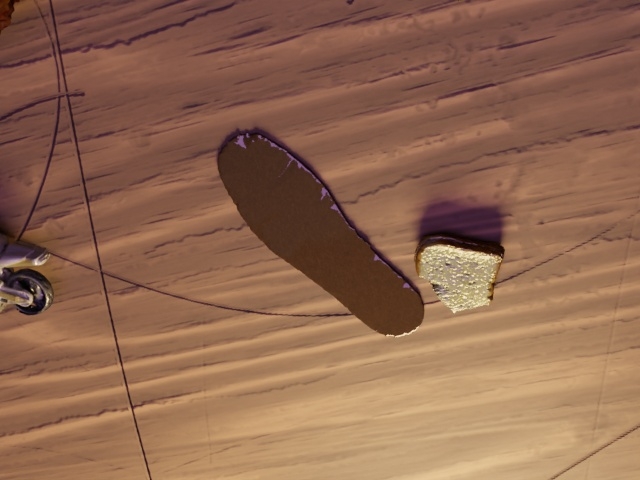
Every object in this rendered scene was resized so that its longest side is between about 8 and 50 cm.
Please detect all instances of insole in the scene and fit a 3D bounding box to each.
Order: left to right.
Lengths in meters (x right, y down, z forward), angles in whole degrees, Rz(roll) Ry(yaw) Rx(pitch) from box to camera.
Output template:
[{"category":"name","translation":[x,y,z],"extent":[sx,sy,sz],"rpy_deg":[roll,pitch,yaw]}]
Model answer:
[{"category":"insole","translation":[0.000,0.000,1.438],"extent":[0.328,0.007,0.111],"rpy_deg":[44,115,-10]}]

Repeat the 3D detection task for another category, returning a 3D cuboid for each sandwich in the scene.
[{"category":"sandwich","translation":[0.160,0.037,1.410],"extent":[0.105,0.036,0.093],"rpy_deg":[15,116,4]}]

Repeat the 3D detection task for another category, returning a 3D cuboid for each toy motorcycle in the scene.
[{"category":"toy motorcycle","translation":[-0.441,0.024,1.488],"extent":[0.229,0.074,0.151],"rpy_deg":[7,120,17]}]

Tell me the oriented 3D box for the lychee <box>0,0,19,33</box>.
[{"category":"lychee","translation":[-0.445,-0.318,1.244],"extent":[0.267,0.267,0.267],"rpy_deg":[4,114,8]}]
